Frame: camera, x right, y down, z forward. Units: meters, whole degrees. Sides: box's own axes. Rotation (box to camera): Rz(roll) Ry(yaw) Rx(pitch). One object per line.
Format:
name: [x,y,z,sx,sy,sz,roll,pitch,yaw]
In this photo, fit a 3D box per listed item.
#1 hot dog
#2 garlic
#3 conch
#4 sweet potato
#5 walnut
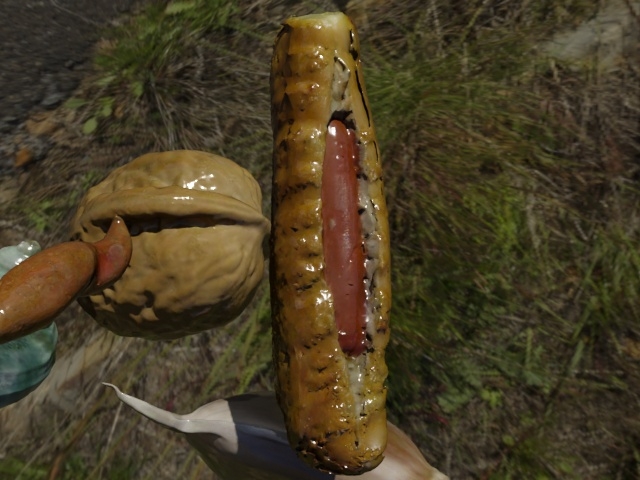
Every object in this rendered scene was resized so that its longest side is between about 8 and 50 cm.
hot dog: [-0.001,0.000,0.530,0.068,0.083,0.289,-2,87,-33]
garlic: [-0.037,0.165,0.677,0.266,0.128,0.148,12,134,-3]
conch: [-0.445,0.115,1.117,0.220,0.195,0.277,38,95,-24]
sweet potato: [-0.208,0.032,0.675,0.058,0.202,0.055,-15,102,28]
walnut: [-0.172,0.006,1.020,0.257,0.257,0.224,4,67,-12]
